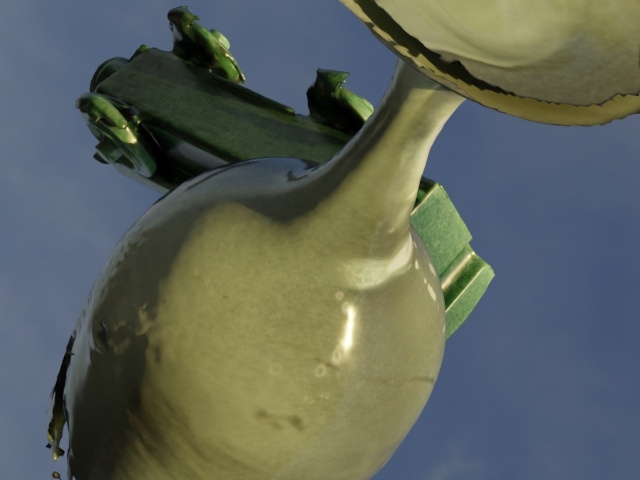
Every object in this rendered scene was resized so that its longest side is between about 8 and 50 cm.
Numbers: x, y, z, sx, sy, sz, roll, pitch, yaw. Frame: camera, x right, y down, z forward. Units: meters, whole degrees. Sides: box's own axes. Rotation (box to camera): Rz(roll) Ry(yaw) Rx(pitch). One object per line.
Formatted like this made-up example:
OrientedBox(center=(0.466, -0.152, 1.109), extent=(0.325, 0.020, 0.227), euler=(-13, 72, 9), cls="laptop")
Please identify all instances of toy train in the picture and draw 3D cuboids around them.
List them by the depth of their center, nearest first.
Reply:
OrientedBox(center=(-0.026, -0.027, 0.882), extent=(0.200, 0.083, 0.132), euler=(30, -19, 45), cls="toy train")

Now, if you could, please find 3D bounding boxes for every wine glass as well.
OrientedBox(center=(0.000, 0.000, 0.686), extent=(0.143, 0.143, 0.321), euler=(58, -39, 25), cls="wine glass")
